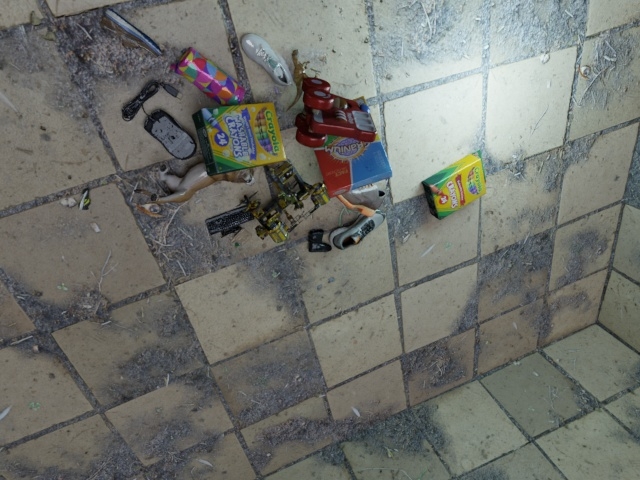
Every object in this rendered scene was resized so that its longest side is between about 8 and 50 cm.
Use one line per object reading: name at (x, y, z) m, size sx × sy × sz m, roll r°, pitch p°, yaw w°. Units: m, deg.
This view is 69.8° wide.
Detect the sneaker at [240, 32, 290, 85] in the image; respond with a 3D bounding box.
sneaker at (-0.174, -0.606, 1.543) m, size 0.080 × 0.094 × 0.212 m, roll -46°, pitch 126°, yaw 8°

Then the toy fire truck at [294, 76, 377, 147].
toy fire truck at (0.052, -0.426, 1.560) m, size 0.254 × 0.302 × 0.169 m, roll 8°, pitch 125°, yaw -10°

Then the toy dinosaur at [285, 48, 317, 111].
toy dinosaur at (-0.068, -0.572, 1.644) m, size 0.113 × 0.064 × 0.211 m, roll 1°, pitch 114°, yaw 2°

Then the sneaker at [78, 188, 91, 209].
sneaker at (-0.807, -0.142, 1.581) m, size 0.035 × 0.031 × 0.083 m, roll 10°, pitch 119°, yaw -43°

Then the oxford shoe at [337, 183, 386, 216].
oxford shoe at (0.146, -0.204, 1.860) m, size 0.132 × 0.130 × 0.364 m, roll -48°, pitch 151°, yaw 16°

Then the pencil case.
pencil case at (-0.362, -0.527, 1.504) m, size 0.236 × 0.104 × 0.104 m, roll 32°, pitch 103°, yaw -33°

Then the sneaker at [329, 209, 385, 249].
sneaker at (0.176, -0.039, 2.026) m, size 0.272 × 0.108 × 0.100 m, roll -32°, pitch 125°, yaw -6°

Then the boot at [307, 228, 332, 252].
boot at (0.000, 0.000, 2.012) m, size 0.121 × 0.045 × 0.099 m, roll -3°, pitch 114°, yaw -24°

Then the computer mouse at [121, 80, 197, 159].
computer mouse at (-0.506, -0.408, 1.540) m, size 0.262 × 0.060 × 0.184 m, roll 38°, pitch 99°, yaw -27°

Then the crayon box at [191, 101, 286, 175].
crayon box at (-0.243, -0.347, 1.538) m, size 0.323 × 0.083 × 0.202 m, roll -19°, pitch 100°, yaw -38°

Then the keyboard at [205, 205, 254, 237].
keyboard at (-0.349, -0.068, 1.819) m, size 0.192 × 0.038 × 0.100 m, roll -21°, pitch 125°, yaw -10°

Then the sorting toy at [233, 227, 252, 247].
sorting toy at (-0.327, -0.007, 1.879) m, size 0.083 × 0.012 × 0.062 m, roll -43°, pitch 131°, yaw 1°

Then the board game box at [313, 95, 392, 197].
board game box at (0.098, -0.341, 1.673) m, size 0.243 × 0.316 × 0.064 m, roll -19°, pitch 165°, yaw 5°

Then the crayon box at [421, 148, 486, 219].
crayon box at (0.641, -0.259, 2.118) m, size 0.319 × 0.081 × 0.202 m, roll -31°, pitch 126°, yaw -5°

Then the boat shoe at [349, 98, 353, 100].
boat shoe at (0.149, -0.491, 1.786) m, size 0.049 × 0.043 × 0.137 m, roll -42°, pitch 128°, yaw 1°

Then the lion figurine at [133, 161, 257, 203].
lion figurine at (-0.431, -0.220, 1.632) m, size 0.393 × 0.240 × 0.142 m, roll -18°, pitch 82°, yaw 5°

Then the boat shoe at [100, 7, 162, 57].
boat shoe at (-0.572, -0.612, 1.388) m, size 0.183 × 0.066 × 0.066 m, roll 35°, pitch 105°, yaw -25°

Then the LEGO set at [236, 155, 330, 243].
LEGO set at (-0.148, -0.170, 1.722) m, size 0.331 × 0.255 × 0.192 m, roll -37°, pitch 126°, yaw -4°
